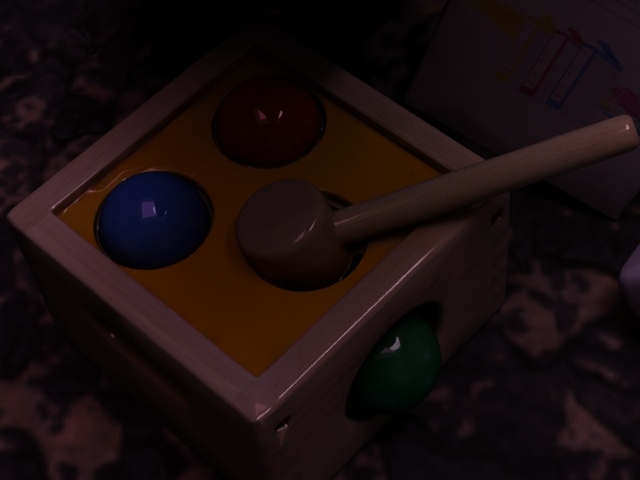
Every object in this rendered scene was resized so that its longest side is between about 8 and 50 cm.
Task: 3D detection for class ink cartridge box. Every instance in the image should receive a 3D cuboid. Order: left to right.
[{"bbox_3d":[0.097,-0.085,0.443,0.090,0.143,0.092,30,61,4],"label":"ink cartridge box"}]

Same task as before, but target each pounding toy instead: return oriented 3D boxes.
[{"bbox_3d":[0.000,0.000,0.408,0.141,0.100,0.130,36,65,27],"label":"pounding toy"}]

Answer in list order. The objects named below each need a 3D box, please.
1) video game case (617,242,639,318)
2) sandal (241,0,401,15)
[{"bbox_3d":[0.270,-0.095,0.354,0.036,0.329,0.300,48,64,-15],"label":"video game case"},{"bbox_3d":[0.015,-0.125,0.388,0.107,0.446,0.167,35,94,-15],"label":"sandal"}]
